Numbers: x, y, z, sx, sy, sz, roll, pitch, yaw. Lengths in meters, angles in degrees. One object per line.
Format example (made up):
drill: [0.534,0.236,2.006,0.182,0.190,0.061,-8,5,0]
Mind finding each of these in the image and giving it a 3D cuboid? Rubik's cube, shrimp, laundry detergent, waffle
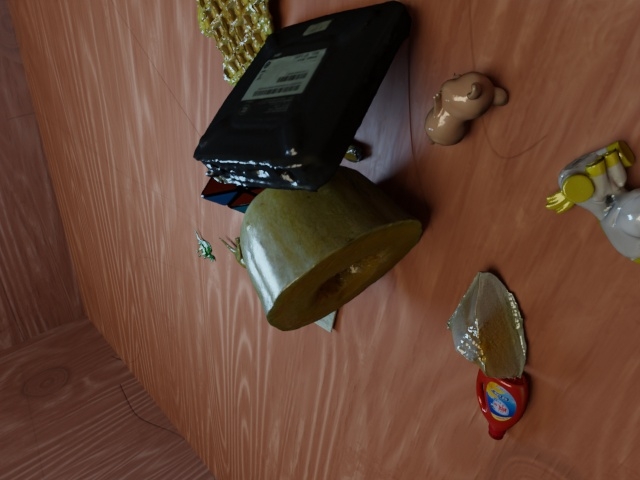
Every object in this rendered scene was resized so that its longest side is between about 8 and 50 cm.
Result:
Rubik's cube: [-0.103,-0.140,1.029,0.234,0.250,0.284,4,109,26]
shrimp: [0.038,-0.237,0.901,0.166,0.049,0.161,50,142,14]
laundry detergent: [0.334,0.307,0.864,0.097,0.049,0.165,30,131,44]
waffle: [-0.190,-0.475,1.012,0.291,0.051,0.291,32,139,34]

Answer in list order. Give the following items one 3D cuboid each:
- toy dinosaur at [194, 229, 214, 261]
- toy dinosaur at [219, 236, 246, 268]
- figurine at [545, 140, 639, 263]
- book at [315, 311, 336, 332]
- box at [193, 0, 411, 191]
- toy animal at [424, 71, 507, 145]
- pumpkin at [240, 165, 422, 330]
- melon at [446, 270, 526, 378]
toy dinosaur: [-0.390,0.018,1.537,0.060,0.029,0.119,-16,92,35]
toy dinosaur: [-0.242,0.053,1.376,0.162,0.039,0.126,6,116,48]
figurine: [0.390,-0.039,0.596,0.178,0.109,0.129,46,164,21]
book: [-0.006,0.137,1.162,0.127,0.014,0.181,30,128,26]
box: [-0.047,-0.250,0.796,0.359,0.350,0.091,12,160,45]
toy animal: [0.213,-0.198,0.705,0.089,0.083,0.150,43,150,5]
pumpkin: [0.000,0.000,0.857,0.199,0.332,0.332,55,140,18]
melon: [0.276,0.153,0.816,0.139,0.093,0.202,-9,99,58]
